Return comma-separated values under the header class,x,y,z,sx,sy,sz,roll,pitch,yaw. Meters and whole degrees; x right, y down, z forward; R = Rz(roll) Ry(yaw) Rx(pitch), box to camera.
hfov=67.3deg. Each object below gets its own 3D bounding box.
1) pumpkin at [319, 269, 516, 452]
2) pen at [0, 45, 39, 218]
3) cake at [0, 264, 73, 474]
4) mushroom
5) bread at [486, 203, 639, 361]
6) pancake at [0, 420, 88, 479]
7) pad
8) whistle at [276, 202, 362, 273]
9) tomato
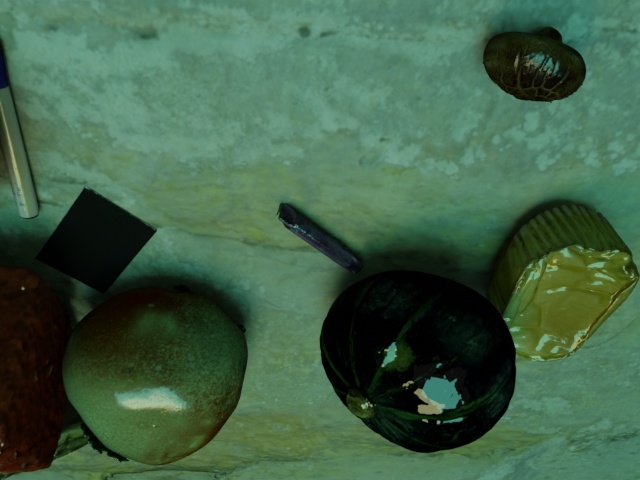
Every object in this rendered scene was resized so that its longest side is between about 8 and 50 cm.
class,x,y,z,sx,sy,sz,roll,pitch,yaw
pumpkin,0.135,0.194,0.761,0.315,0.238,0.315,28,137,29
pen,-0.439,-0.146,0.679,0.033,0.033,0.269,6,125,-4
cake,-0.570,0.196,0.725,0.319,0.270,0.269,4,146,-11
mushroom,0.261,-0.213,0.590,0.126,0.109,0.085,22,129,4
bread,0.373,0.069,0.772,0.178,0.133,0.250,6,124,-4
pancake,-0.578,0.444,1.017,0.253,0.037,0.253,-27,164,-8
pad,-0.378,0.007,0.807,0.127,0.004,0.190,36,118,-23
whistle,0.000,0.000,0.784,0.176,0.033,0.033,36,118,-23
tomato,-0.277,0.235,0.825,0.303,0.239,0.304,2,123,3
